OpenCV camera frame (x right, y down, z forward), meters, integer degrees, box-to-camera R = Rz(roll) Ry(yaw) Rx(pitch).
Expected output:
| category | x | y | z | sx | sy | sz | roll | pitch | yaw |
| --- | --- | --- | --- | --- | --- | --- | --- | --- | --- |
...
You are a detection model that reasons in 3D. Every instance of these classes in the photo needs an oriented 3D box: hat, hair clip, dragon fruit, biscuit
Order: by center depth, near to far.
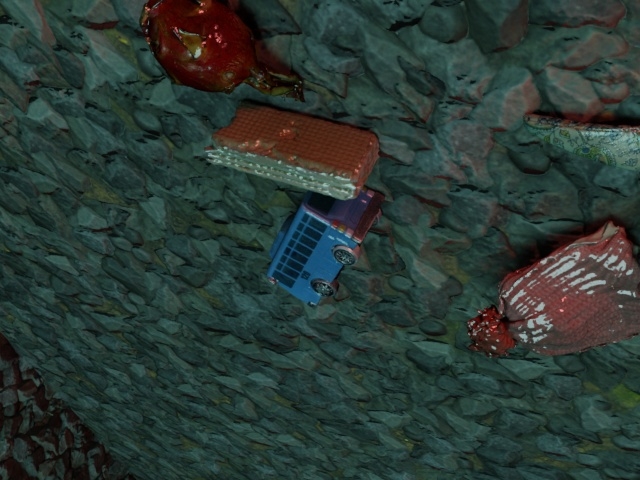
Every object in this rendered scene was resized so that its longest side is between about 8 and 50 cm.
| category | x | y | z | sx | sy | sz | roll | pitch | yaw |
| --- | --- | --- | --- | --- | --- | --- | --- | --- | --- |
| hair clip | 0.358 | -0.118 | 0.919 | 0.229 | 0.036 | 0.066 | 15 | 136 | 17 |
| dragon fruit | -0.126 | -0.249 | 1.024 | 0.246 | 0.125 | 0.125 | 26 | 134 | -26 |
| biscuit | -0.041 | -0.133 | 1.100 | 0.239 | 0.108 | 0.061 | 16 | 141 | 16 |
| hat | 0.350 | 0.096 | 1.130 | 0.286 | 0.107 | 0.236 | -25 | 122 | 21 |

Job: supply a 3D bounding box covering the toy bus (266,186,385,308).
| category | x | y | z | sx | sy | sz | roll | pitch | yaw |
| --- | --- | --- | --- | --- | --- | --- | --- | --- | --- |
| toy bus | 0.000 | 0.000 | 1.238 | 0.134 | 0.116 | 0.234 | 29 | 143 | -2 |
